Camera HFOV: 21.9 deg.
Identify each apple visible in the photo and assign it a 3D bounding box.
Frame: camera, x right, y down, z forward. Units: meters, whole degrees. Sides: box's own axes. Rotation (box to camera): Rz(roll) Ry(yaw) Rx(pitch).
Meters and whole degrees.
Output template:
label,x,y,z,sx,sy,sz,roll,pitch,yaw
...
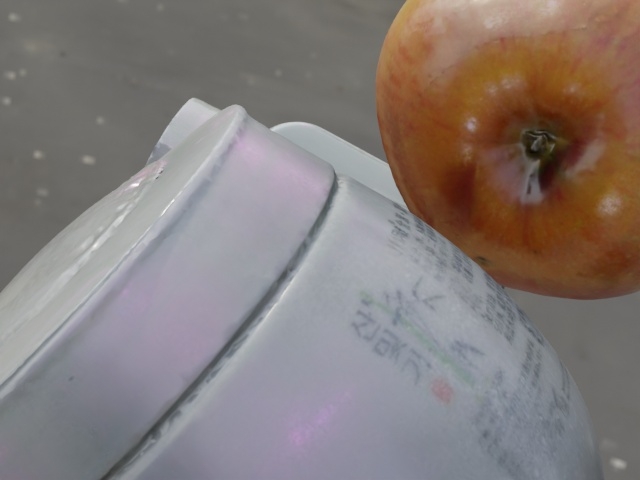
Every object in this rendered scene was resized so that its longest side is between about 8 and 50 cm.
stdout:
label,x,y,z,sx,sy,sz,roll,pitch,yaw
apple,0.130,-0.069,0.908,0.209,0.209,0.164,22,23,18

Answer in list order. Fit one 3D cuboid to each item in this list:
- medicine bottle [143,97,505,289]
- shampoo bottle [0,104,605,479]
label,x,y,z,sx,sy,sz,roll,pitch,yaw
medicine bottle,0.000,0.000,1.338,0.296,0.161,0.111,27,-1,2
shampoo bottle,-0.033,0.102,0.737,0.266,0.273,0.273,42,17,-10
